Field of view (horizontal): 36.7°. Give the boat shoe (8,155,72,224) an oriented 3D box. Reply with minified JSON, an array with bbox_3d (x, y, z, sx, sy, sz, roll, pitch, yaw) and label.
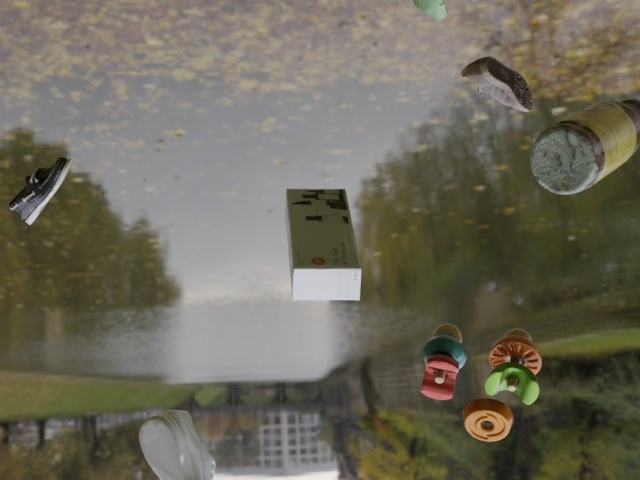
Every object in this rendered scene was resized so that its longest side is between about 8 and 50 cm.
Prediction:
[{"bbox_3d":[-0.334,-0.064,1.144,0.038,0.046,0.125,35,137,-15],"label":"boat shoe"}]

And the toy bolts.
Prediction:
[{"bbox_3d":[0.311,0.263,1.930,0.228,0.158,0.218,16,128,4],"label":"toy bolts"}]

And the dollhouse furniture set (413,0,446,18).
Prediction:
[{"bbox_3d":[0.094,-0.337,1.245,0.058,0.151,0.076,-30,137,-22],"label":"dollhouse furniture set"}]

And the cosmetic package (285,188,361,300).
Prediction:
[{"bbox_3d":[0.000,0.000,1.438,0.098,0.060,0.239,-2,-149,-4],"label":"cosmetic package"}]

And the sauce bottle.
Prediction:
[{"bbox_3d":[0.443,-0.161,1.533,0.111,0.111,0.344,-9,-170,36],"label":"sauce bottle"}]

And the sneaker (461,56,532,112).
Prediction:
[{"bbox_3d":[0.366,-0.320,1.986,0.071,0.066,0.188,-8,151,43],"label":"sneaker"}]

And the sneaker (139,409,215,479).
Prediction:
[{"bbox_3d":[-0.165,0.323,1.259,0.080,0.212,0.094,-16,176,25],"label":"sneaker"}]
